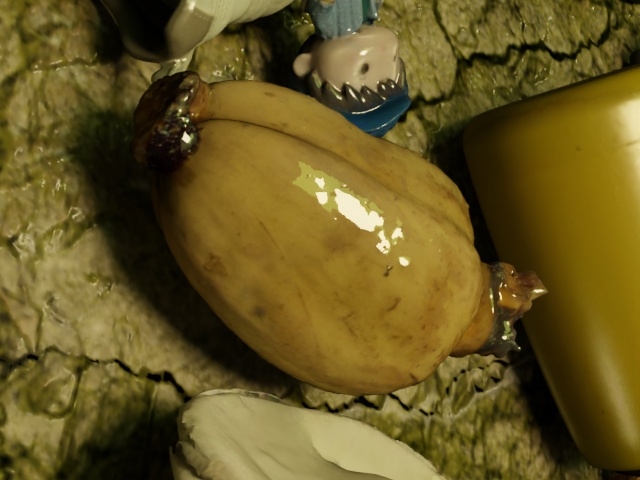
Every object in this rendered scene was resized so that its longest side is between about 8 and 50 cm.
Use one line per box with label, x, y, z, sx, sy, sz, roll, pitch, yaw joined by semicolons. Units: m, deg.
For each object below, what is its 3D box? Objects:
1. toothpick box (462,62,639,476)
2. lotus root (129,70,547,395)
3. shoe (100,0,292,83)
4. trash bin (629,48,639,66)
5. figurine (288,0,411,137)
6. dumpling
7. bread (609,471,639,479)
toothpick box;0.214;0.022;1.052;0.175;0.175;0.271;-22;96;-49
lotus root;0.000;0.000;0.849;0.257;0.140;0.154;35;24;-26
shoe;-0.133;-0.212;0.796;0.316;0.124;0.159;49;53;-24
trash bin;0.342;-0.046;1.260;0.165;0.115;0.225;17;63;-44
figurine;0.012;-0.127;0.924;0.086;0.087;0.149;-32;119;-45
dumpling;0.044;0.222;0.809;0.341;0.181;0.260;37;21;4
bread;0.261;0.208;1.123;0.132;0.053;0.074;24;60;-39
